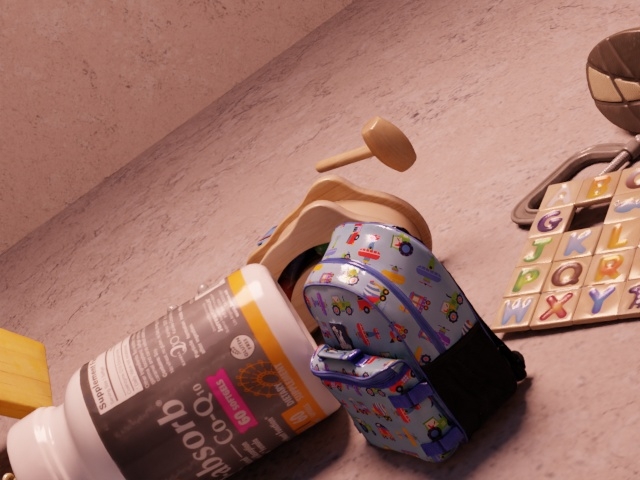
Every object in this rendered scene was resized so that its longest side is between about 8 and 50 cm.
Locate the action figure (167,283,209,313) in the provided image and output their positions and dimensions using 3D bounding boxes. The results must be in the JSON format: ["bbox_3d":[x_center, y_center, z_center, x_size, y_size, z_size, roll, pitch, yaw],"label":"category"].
[{"bbox_3d":[-0.119,0.108,1.150,0.137,0.063,0.232,-37,23,-15],"label":"action figure"}]

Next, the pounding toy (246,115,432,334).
[{"bbox_3d":[0.035,0.002,1.042,0.269,0.154,0.155,-47,13,27],"label":"pounding toy"}]

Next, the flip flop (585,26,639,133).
[{"bbox_3d":[0.391,-0.181,0.954,0.080,0.112,0.277,-17,1,-42],"label":"flip flop"}]

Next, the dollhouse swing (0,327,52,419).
[{"bbox_3d":[-0.481,0.305,1.105,0.347,0.305,0.315,-33,-24,6],"label":"dollhouse swing"}]

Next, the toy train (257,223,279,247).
[{"bbox_3d":[0.000,0.000,1.182,0.184,0.080,0.105,-23,16,30],"label":"toy train"}]

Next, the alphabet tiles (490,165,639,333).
[{"bbox_3d":[0.274,-0.005,0.817,0.237,0.009,0.198,-13,34,42],"label":"alphabet tiles"}]

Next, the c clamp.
[{"bbox_3d":[0.271,-0.064,0.973,0.161,0.022,0.137,-38,20,-12],"label":"c clamp"}]

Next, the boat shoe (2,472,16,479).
[{"bbox_3d":[-0.288,0.295,0.909,0.089,0.104,0.285,-25,22,17],"label":"boat shoe"}]

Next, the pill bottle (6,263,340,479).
[{"bbox_3d":[-0.132,0.154,0.885,0.278,0.162,0.162,-32,19,-1],"label":"pill bottle"}]

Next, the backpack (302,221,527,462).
[{"bbox_3d":[0.055,0.073,0.771,0.117,0.173,0.158,-43,22,-22],"label":"backpack"}]
